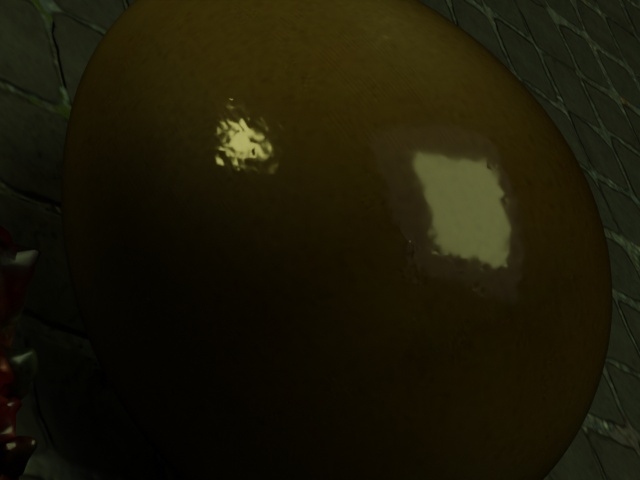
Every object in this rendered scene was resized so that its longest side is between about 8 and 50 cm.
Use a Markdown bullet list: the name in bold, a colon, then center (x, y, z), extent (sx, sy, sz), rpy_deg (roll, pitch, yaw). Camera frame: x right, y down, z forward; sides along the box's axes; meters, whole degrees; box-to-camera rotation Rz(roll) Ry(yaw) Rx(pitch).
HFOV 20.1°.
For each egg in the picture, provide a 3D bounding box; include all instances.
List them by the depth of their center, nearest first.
- **egg**: center (0.000, 0.000, 0.888), extent (0.250, 0.250, 0.322), rpy_deg (9, 39, -56)

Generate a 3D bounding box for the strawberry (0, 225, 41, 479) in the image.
- **strawberry**: center (-0.186, 0.059, 0.588), extent (0.201, 0.187, 0.184), rpy_deg (10, 13, -36)
